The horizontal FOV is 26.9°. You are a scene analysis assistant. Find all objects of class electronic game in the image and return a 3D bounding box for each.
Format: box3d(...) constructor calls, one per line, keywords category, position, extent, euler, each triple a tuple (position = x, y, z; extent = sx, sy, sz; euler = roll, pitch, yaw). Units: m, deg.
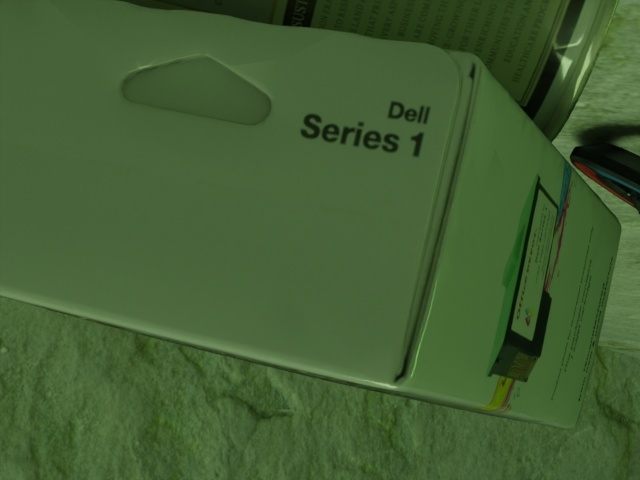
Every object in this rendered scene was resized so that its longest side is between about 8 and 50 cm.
box3d(category="electronic game", position=(0.349, -0.030, 1.332), extent=(0.229, 0.048, 0.229), euler=(30, -176, -2))

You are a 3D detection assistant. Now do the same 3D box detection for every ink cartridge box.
box3d(category="ink cartridge box", position=(0.000, 0.000, 0.582), extent=(0.201, 0.117, 0.278), euler=(11, 174, 23))

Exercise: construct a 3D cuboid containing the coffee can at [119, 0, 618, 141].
box3d(category="coffee can", position=(-0.012, -0.167, 0.593), extent=(0.276, 0.201, 0.201), euler=(14, 173, -2))
